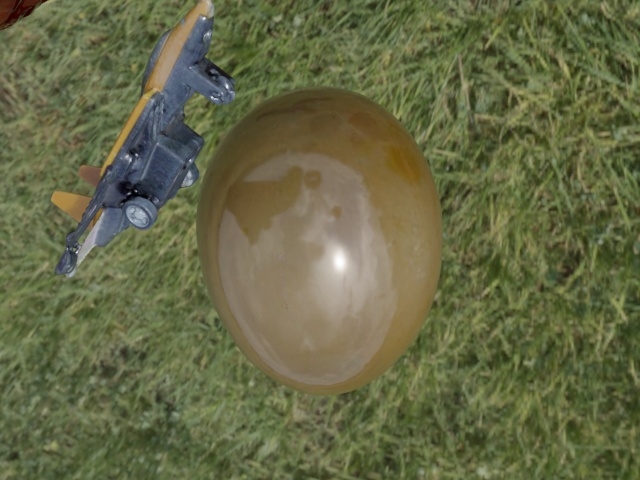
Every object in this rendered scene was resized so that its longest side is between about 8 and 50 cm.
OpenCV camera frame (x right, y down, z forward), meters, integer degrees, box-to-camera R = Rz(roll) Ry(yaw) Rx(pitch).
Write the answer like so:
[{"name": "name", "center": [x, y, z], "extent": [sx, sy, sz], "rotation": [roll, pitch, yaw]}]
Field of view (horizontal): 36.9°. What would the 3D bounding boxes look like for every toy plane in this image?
[{"name": "toy plane", "center": [-0.150, -0.100, 0.908], "extent": [0.103, 0.204, 0.316], "rotation": [41, 133, -7]}]

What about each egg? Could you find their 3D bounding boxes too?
[{"name": "egg", "center": [0.000, 0.000, 1.167], "extent": [0.301, 0.301, 0.374], "rotation": [-8, 83, 19]}]

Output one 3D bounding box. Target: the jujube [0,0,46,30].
[{"name": "jujube", "center": [-0.227, -0.268, 0.662], "extent": [0.197, 0.290, 0.197], "rotation": [24, 164, 8]}]
